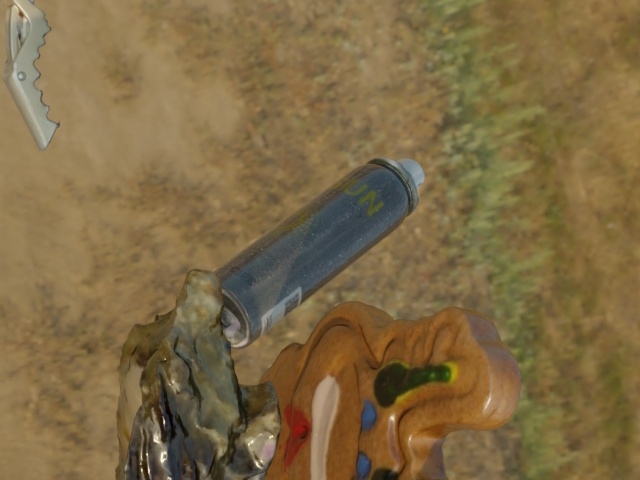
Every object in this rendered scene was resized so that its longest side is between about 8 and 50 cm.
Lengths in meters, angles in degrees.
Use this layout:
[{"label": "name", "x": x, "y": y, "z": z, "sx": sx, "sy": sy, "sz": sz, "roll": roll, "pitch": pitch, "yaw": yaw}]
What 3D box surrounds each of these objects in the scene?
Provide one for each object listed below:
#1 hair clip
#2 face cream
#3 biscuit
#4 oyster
[{"label": "hair clip", "x": -0.258, "y": -0.190, "z": 1.227, "sx": 0.072, "sy": 0.034, "sz": 0.226, "roll": 0, "pitch": 95, "yaw": -28}, {"label": "face cream", "x": 0.000, "y": 0.000, "z": 1.341, "sx": 0.283, "sy": 0.073, "sz": 0.073, "roll": -37, "pitch": 106, "yaw": -37}, {"label": "biscuit", "x": 0.028, "y": 0.145, "z": 1.038, "sx": 0.047, "sy": 0.334, "sz": 0.202, "roll": 11, "pitch": 84, "yaw": -27}, {"label": "oyster", "x": -0.099, "y": 0.195, "z": 0.868, "sx": 0.096, "sy": 0.221, "sz": 0.361, "roll": 11, "pitch": 89, "yaw": -15}]
